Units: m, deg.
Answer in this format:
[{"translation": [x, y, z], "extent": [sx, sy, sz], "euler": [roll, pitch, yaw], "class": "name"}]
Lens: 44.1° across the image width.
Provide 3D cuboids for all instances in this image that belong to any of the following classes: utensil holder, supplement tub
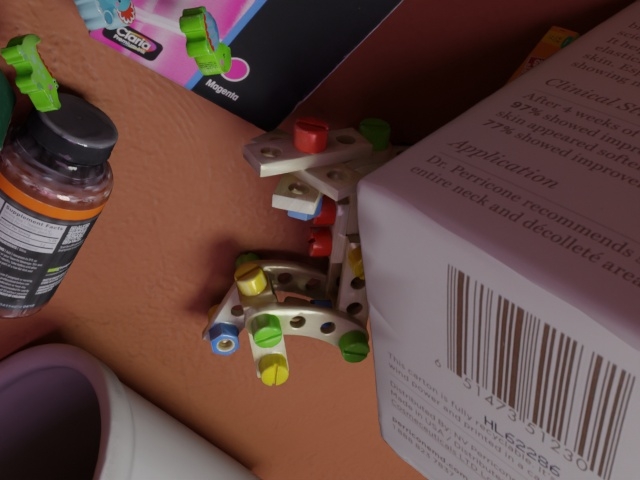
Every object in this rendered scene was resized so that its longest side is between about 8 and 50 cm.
[{"translation": [-0.224, 0.348, 0.870], "extent": [0.328, 0.327, 0.385], "euler": [-32, 131, 13], "class": "utensil holder"}, {"translation": [-0.249, -0.031, 0.687], "extent": [0.106, 0.106, 0.198], "euler": [22, 121, -28], "class": "supplement tub"}]

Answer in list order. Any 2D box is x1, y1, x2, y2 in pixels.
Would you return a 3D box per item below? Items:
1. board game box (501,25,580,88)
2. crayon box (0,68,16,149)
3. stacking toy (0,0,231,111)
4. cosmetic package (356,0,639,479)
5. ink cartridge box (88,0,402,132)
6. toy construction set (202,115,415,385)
[{"translation": [0.159, -0.058, 0.721], "extent": [0.259, 0.039, 0.124], "euler": [-52, 142, -9], "class": "board game box"}, {"translation": [-0.381, -0.177, 0.527], "extent": [0.203, 0.083, 0.322], "euler": [-14, 133, 5], "class": "crayon box"}, {"translation": [-0.162, -0.203, 0.531], "extent": [0.167, 0.052, 0.221], "euler": [-4, 120, 23], "class": "stacking toy"}, {"translation": [0.288, 0.048, 0.642], "extent": [0.394, 0.329, 0.327], "euler": [-33, 136, -26], "class": "cosmetic package"}, {"translation": [0.003, -0.238, 0.553], "extent": [0.176, 0.069, 0.371], "euler": [26, 130, -30], "class": "ink cartridge box"}, {"translation": [0.000, 0.000, 0.757], "extent": [0.215, 0.151, 0.327], "euler": [-1, 141, -12], "class": "toy construction set"}]
